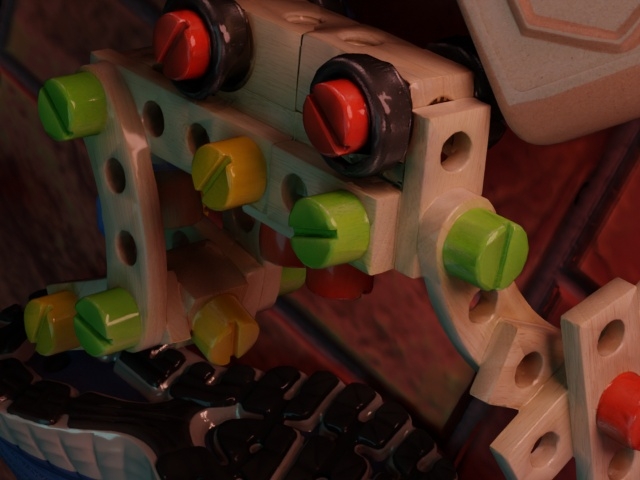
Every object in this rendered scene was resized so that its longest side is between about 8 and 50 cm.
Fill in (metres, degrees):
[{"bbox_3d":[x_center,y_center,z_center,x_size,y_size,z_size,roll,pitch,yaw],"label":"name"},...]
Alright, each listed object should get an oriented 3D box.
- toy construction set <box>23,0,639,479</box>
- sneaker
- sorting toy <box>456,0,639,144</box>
[{"bbox_3d":[0.000,0.000,0.833,0.328,0.151,0.215,20,117,31],"label":"toy construction set"},{"bbox_3d":[-0.045,0.141,1.001,0.330,0.130,0.147,26,143,35],"label":"sneaker"},{"bbox_3d":[0.123,-0.153,0.685,0.193,0.038,0.208,-18,105,27],"label":"sorting toy"}]
